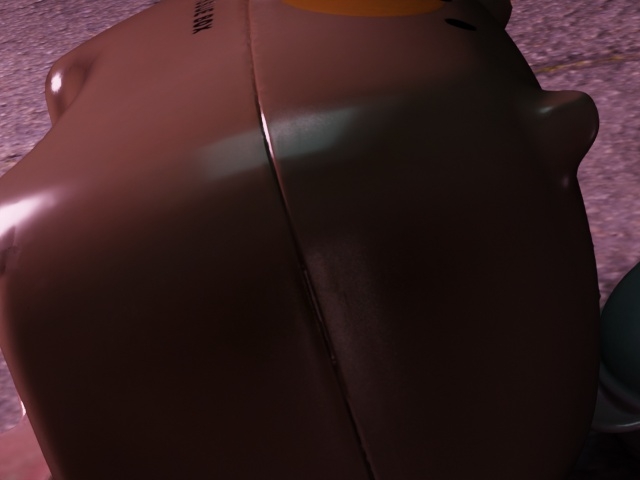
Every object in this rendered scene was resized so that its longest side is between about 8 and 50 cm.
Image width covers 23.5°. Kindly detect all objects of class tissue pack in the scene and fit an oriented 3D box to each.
[{"bbox_3d":[0.000,0.000,0.807,0.277,0.267,0.387,-14,20,3],"label":"tissue pack"}]

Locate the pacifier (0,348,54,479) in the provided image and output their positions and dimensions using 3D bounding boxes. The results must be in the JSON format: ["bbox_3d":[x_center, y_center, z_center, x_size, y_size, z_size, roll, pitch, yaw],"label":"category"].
[{"bbox_3d":[-0.285,0.090,0.808,0.332,0.273,0.220,-15,6,-13],"label":"pacifier"}]

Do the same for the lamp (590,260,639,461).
[{"bbox_3d":[0.242,0.040,0.823,0.179,0.108,0.246,9,29,31],"label":"lamp"}]
